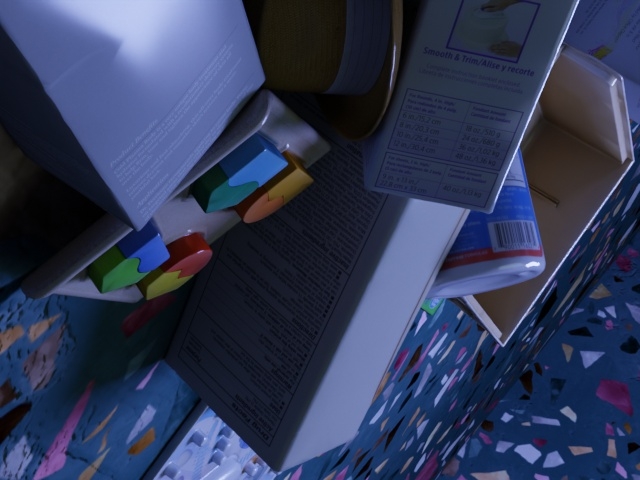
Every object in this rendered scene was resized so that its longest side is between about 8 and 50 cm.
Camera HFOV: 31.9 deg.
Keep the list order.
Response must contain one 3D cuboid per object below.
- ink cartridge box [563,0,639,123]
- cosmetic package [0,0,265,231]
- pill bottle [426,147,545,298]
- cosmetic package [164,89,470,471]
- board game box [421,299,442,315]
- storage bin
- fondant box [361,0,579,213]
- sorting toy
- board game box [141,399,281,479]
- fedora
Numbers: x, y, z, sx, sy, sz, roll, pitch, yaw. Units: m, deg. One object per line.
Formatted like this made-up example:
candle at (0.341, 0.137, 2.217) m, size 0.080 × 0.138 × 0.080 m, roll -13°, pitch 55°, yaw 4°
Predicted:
ink cartridge box at (0.355, -0.241, 1.284) m, size 0.154 × 0.212 × 0.093 m, roll -52°, pitch 160°, yaw -13°
cosmetic package at (-0.116, -0.118, 0.549) m, size 0.127 × 0.107 × 0.238 m, roll -51°, pitch 157°, yaw -17°
pill bottle at (0.117, -0.067, 0.994) m, size 0.124 × 0.221 × 0.124 m, roll -10°, pitch 168°, yaw -2°
cosmetic package at (0.001, 0.018, 0.932) m, size 0.113 × 0.160 × 0.309 m, roll -13°, pitch 135°, yaw -49°
board game box at (0.178, -0.069, 1.366) m, size 0.316 × 0.064 × 0.242 m, roll -56°, pitch 161°, yaw 0°
storage bin at (0.199, -0.052, 1.173) m, size 0.262 × 0.123 × 0.260 m, roll -54°, pitch 156°, yaw -3°
fondant box at (0.109, -0.219, 0.736) m, size 0.238 × 0.096 × 0.330 m, roll -90°, pitch -167°, yaw -53°
sorting toy at (-0.083, -0.016, 0.753) m, size 0.193 × 0.038 × 0.208 m, roll -38°, pitch 172°, yaw 7°
board game box at (-0.129, 0.319, 1.289) m, size 0.390 × 0.050 × 0.390 m, roll -54°, pitch 161°, yaw -7°
fedora at (-0.012, -0.150, 0.711) m, size 0.079 × 0.194 × 0.194 m, roll -9°, pitch 142°, yaw -16°
